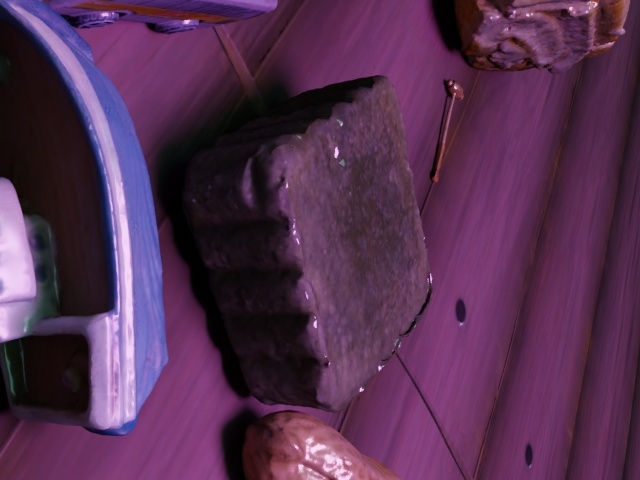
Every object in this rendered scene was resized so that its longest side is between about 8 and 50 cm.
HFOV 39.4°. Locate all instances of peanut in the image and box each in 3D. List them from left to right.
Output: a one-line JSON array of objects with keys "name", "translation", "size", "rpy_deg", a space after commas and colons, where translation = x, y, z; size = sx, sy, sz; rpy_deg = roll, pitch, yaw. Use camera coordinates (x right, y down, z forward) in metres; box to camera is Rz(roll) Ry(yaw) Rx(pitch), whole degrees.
[{"name": "peanut", "translation": [0.006, 0.170, 0.611], "size": [0.174, 0.080, 0.080], "rpy_deg": [47, 47, -38]}]

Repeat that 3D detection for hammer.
[{"name": "hammer", "translation": [0.127, -0.111, 0.910], "size": [0.029, 0.014, 0.123], "rpy_deg": [40, 55, -38]}]

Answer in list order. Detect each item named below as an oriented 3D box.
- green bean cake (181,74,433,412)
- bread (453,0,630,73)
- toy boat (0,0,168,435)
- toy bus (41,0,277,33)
[{"name": "green bean cake", "translation": [0.000, 0.000, 0.606], "size": [0.183, 0.094, 0.185], "rpy_deg": [-44, 123, -52]}, {"name": "bread", "translation": [0.241, -0.256, 0.957], "size": [0.257, 0.185, 0.124], "rpy_deg": [16, 67, -65]}, {"name": "toy boat", "translation": [-0.134, -0.008, 0.397], "size": [0.102, 0.088, 0.215], "rpy_deg": [-10, 95, -55]}, {"name": "toy bus", "translation": [-0.087, -0.154, 0.493], "size": [0.190, 0.075, 0.064], "rpy_deg": [-26, 107, -65]}]
